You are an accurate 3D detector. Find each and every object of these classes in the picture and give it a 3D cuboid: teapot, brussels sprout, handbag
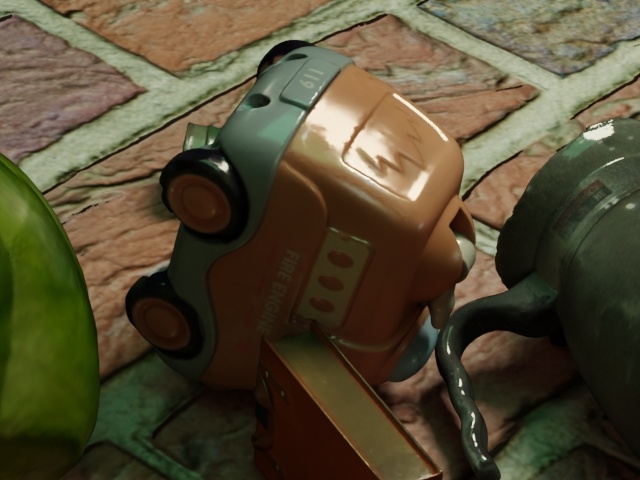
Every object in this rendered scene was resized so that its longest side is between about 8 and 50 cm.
[{"bbox_3d":[0.244,0.059,1.552,0.223,0.305,0.285,20,21,-45],"label":"teapot"},{"bbox_3d":[-0.337,0.068,1.383,0.371,0.315,0.276,-29,24,-31],"label":"brussels sprout"},{"bbox_3d":[0.015,0.160,1.416,0.063,0.127,0.190,-16,39,-26],"label":"handbag"}]

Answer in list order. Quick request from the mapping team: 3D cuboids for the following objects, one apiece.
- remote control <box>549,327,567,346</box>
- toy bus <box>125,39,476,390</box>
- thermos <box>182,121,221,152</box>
[{"bbox_3d":[0.225,0.014,1.736,0.063,0.025,0.245,7,36,-4],"label":"remote control"},{"bbox_3d":[0.000,0.000,1.522,0.232,0.287,0.194,25,42,7],"label":"toy bus"},{"bbox_3d":[-0.029,-0.060,1.765,0.188,0.073,0.083,4,34,-1],"label":"thermos"}]
